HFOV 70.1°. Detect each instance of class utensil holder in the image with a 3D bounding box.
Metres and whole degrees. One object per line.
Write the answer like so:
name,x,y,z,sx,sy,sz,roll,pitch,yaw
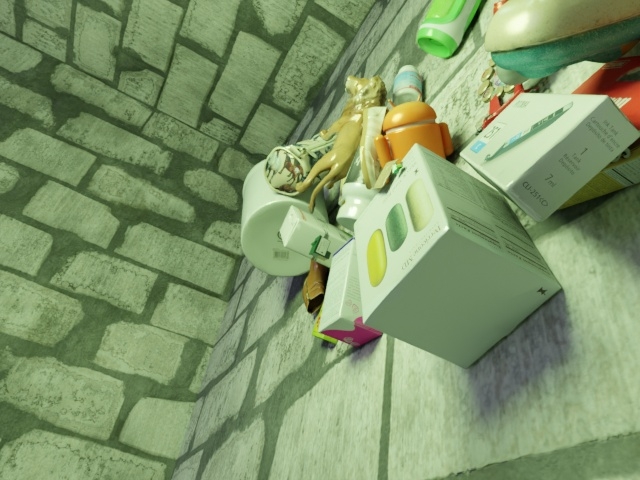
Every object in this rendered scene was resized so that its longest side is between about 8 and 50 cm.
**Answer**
utensil holder,-0.131,-0.097,1.681,0.328,0.327,0.385,-58,20,23

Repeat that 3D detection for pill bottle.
pill bottle,0.150,-0.157,1.179,0.279,0.162,0.162,-69,17,-12
pill bottle,0.266,-0.464,1.392,0.087,0.087,0.160,-47,24,46

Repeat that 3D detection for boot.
boot,-0.002,0.119,1.418,0.152,0.072,0.197,-98,24,-63

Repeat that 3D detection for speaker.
speaker,0.382,-0.672,1.268,0.297,0.131,0.131,-64,17,3

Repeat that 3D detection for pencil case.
pencil case,-0.001,-0.291,1.541,0.183,0.160,0.410,-35,1,45

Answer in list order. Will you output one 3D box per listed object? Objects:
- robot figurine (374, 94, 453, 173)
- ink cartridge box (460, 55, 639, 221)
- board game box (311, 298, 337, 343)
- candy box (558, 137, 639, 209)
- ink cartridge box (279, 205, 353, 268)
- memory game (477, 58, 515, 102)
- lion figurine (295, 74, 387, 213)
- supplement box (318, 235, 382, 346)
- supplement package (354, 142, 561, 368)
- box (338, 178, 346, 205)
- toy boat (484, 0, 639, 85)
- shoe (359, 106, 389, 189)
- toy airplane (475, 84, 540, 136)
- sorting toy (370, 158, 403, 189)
robot figurine,0.215,-0.218,1.041,0.158,0.220,0.128,-10,8,23
ink cartridge box,0.329,-0.169,0.608,0.261,0.066,0.296,-45,9,17
board game box,0.040,0.182,1.240,0.181,0.043,0.092,-69,17,-12
candy box,0.384,-0.122,0.605,0.186,0.053,0.109,-29,38,61
ink cartridge box,0.000,0.000,1.311,0.093,0.219,0.160,-61,17,11
memory game,0.405,-0.381,0.978,0.186,0.012,0.186,-56,19,30
lion figurine,0.072,-0.275,1.299,0.240,0.142,0.392,-26,45,55
supplement box,0.083,0.121,1.077,0.114,0.111,0.220,-45,25,49
supplement package,0.192,0.017,0.735,0.199,0.198,0.263,-54,19,30
box,0.132,-0.183,1.372,0.114,0.103,0.203,-49,23,40
toy boat,0.366,-0.316,0.705,0.318,0.267,0.148,-113,5,-70
shoe,0.130,-0.224,1.076,0.058,0.076,0.219,-4,69,21
toy airplane,0.360,-0.254,0.900,0.151,0.028,0.151,-51,26,37
sorting toy,0.117,-0.113,0.787,0.062,0.012,0.083,-57,10,-1
